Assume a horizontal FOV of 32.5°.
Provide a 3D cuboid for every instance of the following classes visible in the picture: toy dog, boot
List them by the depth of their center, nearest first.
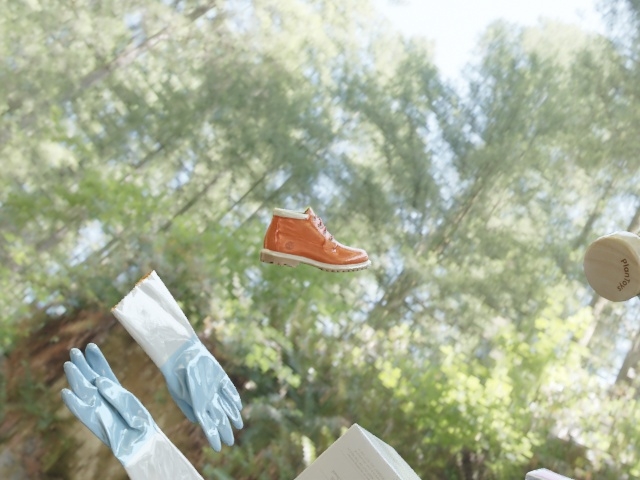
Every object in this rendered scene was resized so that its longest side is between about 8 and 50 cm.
[{"bbox_3d":[0.475,0.077,1.275,0.333,0.220,0.161,40,-43,6],"label":"toy dog"},{"bbox_3d":[0.000,0.000,1.503,0.158,0.085,0.059,10,0,-18],"label":"boot"}]

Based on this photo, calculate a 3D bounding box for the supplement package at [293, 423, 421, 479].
[{"bbox_3d":[0.010,0.390,1.295,0.175,0.293,0.177,47,0,27],"label":"supplement package"}]

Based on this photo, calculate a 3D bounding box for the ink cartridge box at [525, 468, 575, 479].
[{"bbox_3d":[0.383,0.530,1.683,0.185,0.065,0.311,12,-82,44],"label":"ink cartridge box"}]

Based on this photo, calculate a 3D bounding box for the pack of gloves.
[{"bbox_3d":[-0.197,0.185,1.266,0.046,0.195,0.232,-17,-68,43],"label":"pack of gloves"}]
